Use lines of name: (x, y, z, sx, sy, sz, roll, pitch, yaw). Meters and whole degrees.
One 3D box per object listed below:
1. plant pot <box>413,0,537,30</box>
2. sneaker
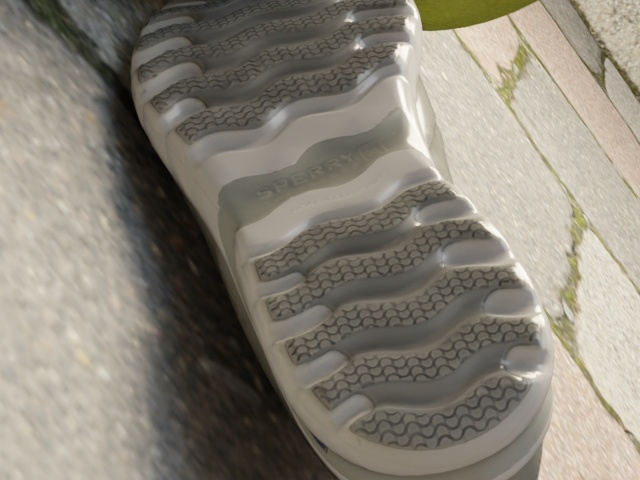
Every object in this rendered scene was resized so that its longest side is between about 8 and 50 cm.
plant pot: (-0.030, -0.232, 0.565, 0.293, 0.275, 0.275, -3, 59, -52)
sneaker: (0.000, 0.000, 0.500, 0.281, 0.105, 0.115, -106, -176, -48)
